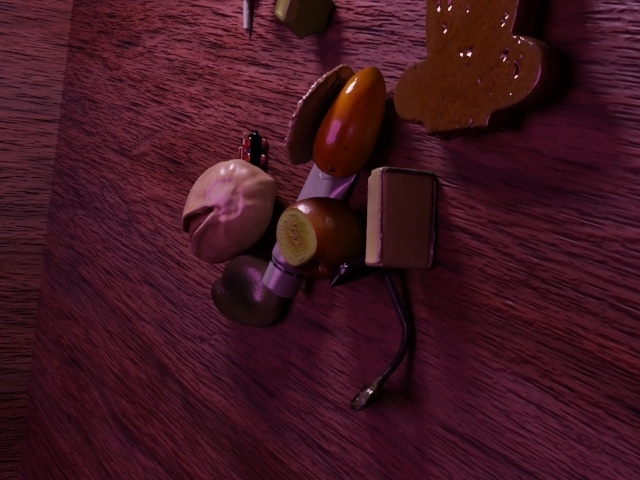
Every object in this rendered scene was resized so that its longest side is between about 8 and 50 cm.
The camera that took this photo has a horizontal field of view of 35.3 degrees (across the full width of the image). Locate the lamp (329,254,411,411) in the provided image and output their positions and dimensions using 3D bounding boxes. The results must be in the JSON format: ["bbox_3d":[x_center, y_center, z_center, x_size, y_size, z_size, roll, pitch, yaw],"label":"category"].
[{"bbox_3d":[0.089,0.170,1.849,0.203,0.124,0.283,129,134,-72],"label":"lamp"}]

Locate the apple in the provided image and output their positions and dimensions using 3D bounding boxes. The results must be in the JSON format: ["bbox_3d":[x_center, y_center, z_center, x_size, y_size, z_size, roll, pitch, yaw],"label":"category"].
[{"bbox_3d":[0.003,-0.003,1.919,0.146,0.163,0.147,130,145,-52],"label":"apple"}]

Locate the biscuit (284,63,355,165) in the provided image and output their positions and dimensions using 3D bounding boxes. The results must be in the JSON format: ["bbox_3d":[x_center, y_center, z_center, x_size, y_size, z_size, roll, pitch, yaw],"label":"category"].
[{"bbox_3d":[0.001,-0.238,1.928,0.033,0.220,0.220,34,121,19],"label":"biscuit"}]

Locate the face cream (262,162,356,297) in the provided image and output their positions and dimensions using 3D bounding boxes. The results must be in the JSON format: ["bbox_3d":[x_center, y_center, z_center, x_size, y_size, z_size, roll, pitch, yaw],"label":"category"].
[{"bbox_3d":[-0.026,-0.033,2.057,0.143,0.089,0.314,46,118,51],"label":"face cream"}]

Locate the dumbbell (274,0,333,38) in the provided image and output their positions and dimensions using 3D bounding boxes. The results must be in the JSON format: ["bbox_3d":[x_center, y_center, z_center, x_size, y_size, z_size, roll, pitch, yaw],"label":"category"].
[{"bbox_3d":[-0.082,-0.541,2.162,0.302,0.108,0.121,53,131,46],"label":"dumbbell"}]

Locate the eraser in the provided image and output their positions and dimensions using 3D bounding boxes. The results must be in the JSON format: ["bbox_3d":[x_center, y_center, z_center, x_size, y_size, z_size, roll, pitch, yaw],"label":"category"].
[{"bbox_3d":[0.140,-0.037,1.749,0.058,0.117,0.172,-2,86,63],"label":"eraser"}]

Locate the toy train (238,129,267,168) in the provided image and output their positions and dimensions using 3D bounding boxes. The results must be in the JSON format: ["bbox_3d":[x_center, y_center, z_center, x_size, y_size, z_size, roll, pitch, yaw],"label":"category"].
[{"bbox_3d":[-0.162,-0.185,2.316,0.087,0.050,0.138,4,90,62],"label":"toy train"}]

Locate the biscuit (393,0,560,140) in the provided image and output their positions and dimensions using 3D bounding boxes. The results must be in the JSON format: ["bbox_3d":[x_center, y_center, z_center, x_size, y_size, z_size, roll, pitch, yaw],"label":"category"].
[{"bbox_3d":[0.258,-0.360,1.635,0.368,0.076,0.394,-7,78,58],"label":"biscuit"}]

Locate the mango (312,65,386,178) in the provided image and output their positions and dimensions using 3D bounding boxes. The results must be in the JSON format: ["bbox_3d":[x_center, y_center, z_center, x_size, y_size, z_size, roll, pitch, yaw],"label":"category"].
[{"bbox_3d":[0.060,-0.223,1.885,0.145,0.112,0.219,-31,-37,-78],"label":"mango"}]

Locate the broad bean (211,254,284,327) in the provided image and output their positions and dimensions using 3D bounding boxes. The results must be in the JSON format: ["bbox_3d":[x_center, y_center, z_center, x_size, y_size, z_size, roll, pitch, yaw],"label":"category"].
[{"bbox_3d":[-0.158,0.118,2.226,0.169,0.100,0.228,57,147,11],"label":"broad bean"}]

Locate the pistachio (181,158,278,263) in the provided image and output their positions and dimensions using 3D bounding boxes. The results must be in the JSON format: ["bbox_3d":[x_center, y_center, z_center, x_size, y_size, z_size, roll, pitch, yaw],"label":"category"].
[{"bbox_3d":[-0.208,-0.060,2.241,0.194,0.213,0.318,64,152,11],"label":"pistachio"}]

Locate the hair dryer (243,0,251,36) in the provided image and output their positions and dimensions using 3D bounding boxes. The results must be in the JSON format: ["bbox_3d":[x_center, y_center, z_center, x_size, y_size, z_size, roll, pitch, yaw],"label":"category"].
[{"bbox_3d":[-0.173,-0.546,2.384,0.063,0.037,0.124,9,100,58],"label":"hair dryer"}]
